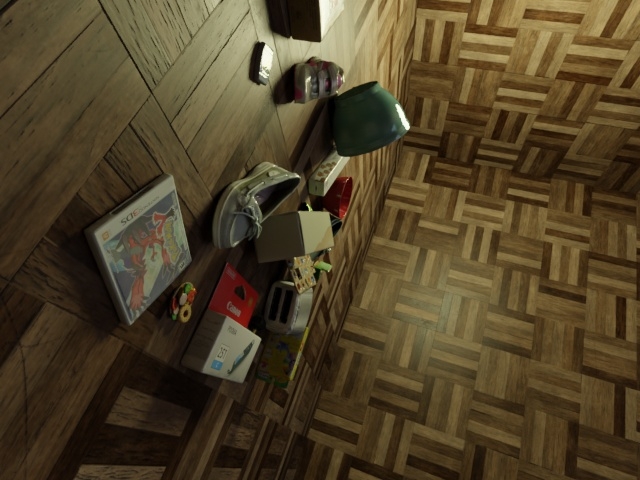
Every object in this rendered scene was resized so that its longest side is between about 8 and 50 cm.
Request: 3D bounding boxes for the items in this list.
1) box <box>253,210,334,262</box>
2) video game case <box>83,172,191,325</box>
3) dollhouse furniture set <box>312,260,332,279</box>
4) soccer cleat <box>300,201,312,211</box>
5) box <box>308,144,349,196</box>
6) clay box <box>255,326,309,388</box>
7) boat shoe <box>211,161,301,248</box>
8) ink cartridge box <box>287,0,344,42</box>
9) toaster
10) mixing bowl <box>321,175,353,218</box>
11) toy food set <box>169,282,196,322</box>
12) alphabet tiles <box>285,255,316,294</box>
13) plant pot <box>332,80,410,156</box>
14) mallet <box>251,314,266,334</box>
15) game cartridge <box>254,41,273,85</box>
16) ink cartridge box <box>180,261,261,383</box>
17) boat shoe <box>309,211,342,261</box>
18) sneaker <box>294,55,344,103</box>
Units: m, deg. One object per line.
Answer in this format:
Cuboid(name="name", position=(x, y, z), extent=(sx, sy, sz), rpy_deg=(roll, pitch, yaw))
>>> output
Cuboid(name="box", position=(-0.071, -0.018, 1.210), extent=(0.311, 0.148, 0.121), rpy_deg=(-13, 94, -72))
Cuboid(name="video game case", position=(-0.296, 0.014, 0.698), extent=(0.183, 0.023, 0.201), rpy_deg=(-59, 158, -48))
Cuboid(name="dollhouse furniture set", position=(0.000, 0.113, 1.793), extent=(0.151, 0.076, 0.058), rpy_deg=(-46, 149, -60))
Cuboid(name="soccer cleat", position=(-0.064, -0.053, 1.420), extent=(0.072, 0.060, 0.178), rpy_deg=(59, 31, -49))
Cuboid(name="box", position=(0.040, -0.282, 1.582), extent=(0.324, 0.063, 0.067), rpy_deg=(-60, 160, -46))
Cuboid(name="clay box", position=(-0.136, 0.401, 1.461), extent=(0.053, 0.128, 0.222), rpy_deg=(63, 45, -70))
Cuboid(name="boat shoe", position=(-0.152, -0.089, 0.976), extent=(0.320, 0.103, 0.118), rpy_deg=(-57, 157, -51))
Cuboid(name="ink cartridge box", position=(-0.011, -0.646, 0.998), extent=(0.234, 0.088, 0.193), rpy_deg=(83, 27, -53))
Cuboid(name="toaster", position=(-0.108, 0.219, 1.391), extent=(0.146, 0.129, 0.226), rpy_deg=(27, 77, -73))
Cuboid(name="mixing bowl", position=(0.062, -0.185, 1.688), extent=(0.181, 0.098, 0.181), rpy_deg=(14, 90, -76))
Cuboid(name="toy food set", position=(-0.286, 0.128, 0.850), extent=(0.082, 0.020, 0.083), rpy_deg=(71, 36, -64))
Cuboid(name="alphabet tiles", position=(-0.072, 0.071, 1.398), extent=(0.198, 0.009, 0.237), rpy_deg=(69, 15, 2))
Cuboid(name="plant pot", position=(0.164, -0.468, 1.521), extent=(0.196, 0.293, 0.293), rpy_deg=(65, 34, -27))
Cuboid(name="mallet", position=(-0.222, 0.323, 1.261), extent=(0.062, 0.039, 0.189), rpy_deg=(70, 42, -69))
Cuboid(name="game cartridge", position=(-0.130, -0.403, 0.930), extent=(0.056, 0.017, 0.083), rpy_deg=(-12, 116, -70))
Cuboid(name="ink cartridge box", position=(-0.227, 0.231, 1.084), extent=(0.296, 0.066, 0.261), rpy_deg=(71, 37, -65))
Cuboid(name="boat shoe", position=(0.000, 0.000, 1.635), extent=(0.319, 0.099, 0.116), rpy_deg=(-60, 159, -46))
Cuboid(name="sneaker", position=(-0.001, -0.460, 1.165), extent=(0.252, 0.111, 0.103), rpy_deg=(-60, 159, -45))
